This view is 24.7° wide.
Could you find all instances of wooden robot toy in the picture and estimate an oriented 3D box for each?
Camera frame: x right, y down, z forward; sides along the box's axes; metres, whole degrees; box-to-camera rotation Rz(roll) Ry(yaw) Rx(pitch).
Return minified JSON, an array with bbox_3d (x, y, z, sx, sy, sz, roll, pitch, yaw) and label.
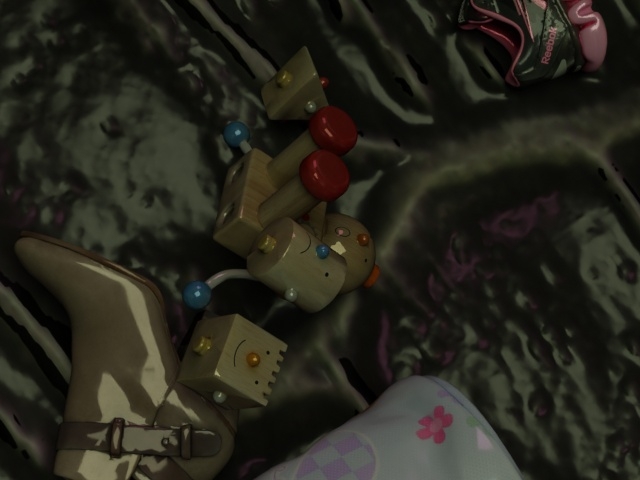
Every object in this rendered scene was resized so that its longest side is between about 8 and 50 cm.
[{"bbox_3d":[0.000,0.000,0.612,0.079,0.076,0.173,36,44,-28],"label":"wooden robot toy"}]

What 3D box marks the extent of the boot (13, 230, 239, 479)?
[{"bbox_3d":[-0.087,0.058,0.600,0.118,0.042,0.087,25,74,-2],"label":"boot"}]

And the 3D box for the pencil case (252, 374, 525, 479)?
[{"bbox_3d":[-0.041,0.157,0.544,0.273,0.124,0.113,-27,120,-14],"label":"pencil case"}]

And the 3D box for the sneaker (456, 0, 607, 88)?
[{"bbox_3d":[0.084,-0.124,0.681,0.057,0.047,0.119,-26,79,-4],"label":"sneaker"}]
